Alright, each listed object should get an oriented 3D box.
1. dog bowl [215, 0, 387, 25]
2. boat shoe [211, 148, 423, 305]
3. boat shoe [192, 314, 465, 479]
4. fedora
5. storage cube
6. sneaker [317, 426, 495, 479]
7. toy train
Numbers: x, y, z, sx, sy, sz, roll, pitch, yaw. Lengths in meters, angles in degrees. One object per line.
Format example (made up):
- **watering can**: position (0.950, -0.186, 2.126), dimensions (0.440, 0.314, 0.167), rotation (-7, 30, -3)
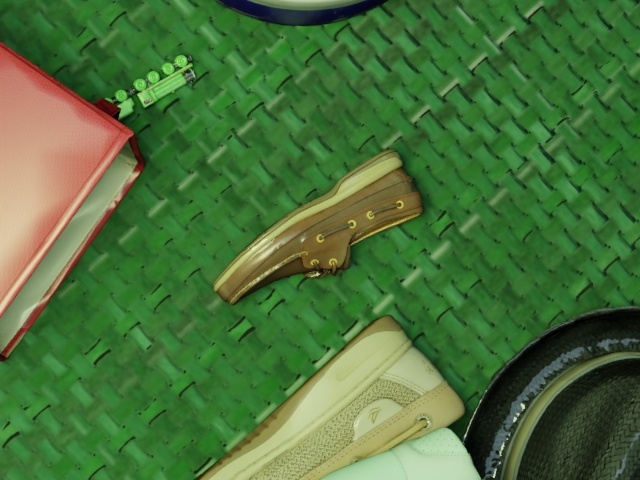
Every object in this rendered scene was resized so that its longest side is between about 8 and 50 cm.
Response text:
- **dog bowl**: position (-0.013, -0.302, 1.387), dimensions (0.265, 0.104, 0.264), rotation (0, 86, -4)
- **boat shoe**: position (0.000, 0.000, 1.382), dimensions (0.178, 0.064, 0.060), rotation (-34, 86, -9)
- **boat shoe**: position (-0.040, 0.203, 1.333), dimensions (0.341, 0.121, 0.110), rotation (-42, 88, -8)
- **fedora**: position (0.253, 0.212, 1.339), dimensions (0.334, 0.152, 0.334), rotation (0, 85, -5)
- **storage cube**: position (-0.260, -0.046, 1.307), dimensions (0.193, 0.183, 0.215), rotation (34, 84, 1)
- **sneaker**: position (0.084, 0.256, 1.319), dimensions (0.151, 0.094, 0.256), rotation (-26, 122, -17)
- **toy train**: position (-0.134, -0.117, 1.406), dimensions (0.083, 0.017, 0.023), rotation (-30, 98, -6)
